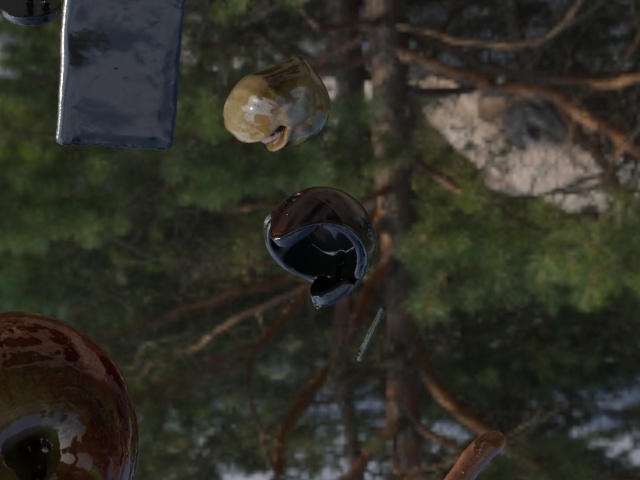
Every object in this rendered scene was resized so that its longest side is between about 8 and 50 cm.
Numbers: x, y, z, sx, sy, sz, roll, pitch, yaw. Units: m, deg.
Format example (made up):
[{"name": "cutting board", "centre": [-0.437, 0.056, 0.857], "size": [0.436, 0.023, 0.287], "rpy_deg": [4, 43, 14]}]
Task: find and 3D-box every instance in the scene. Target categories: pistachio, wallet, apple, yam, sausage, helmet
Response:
[{"name": "pistachio", "centre": [-0.063, -0.189, 1.570], "size": [0.130, 0.131, 0.206], "rpy_deg": [25, 171, -19]}, {"name": "wallet", "centre": [-0.235, -0.232, 1.331], "size": [0.146, 0.285, 0.030], "rpy_deg": [6, -145, -7]}, {"name": "apple", "centre": [-0.412, 0.268, 1.518], "size": [0.349, 0.348, 0.277], "rpy_deg": [6, 172, -33]}, {"name": "yam", "centre": [0.074, 0.137, 1.661], "size": [0.014, 0.107, 0.014], "rpy_deg": [17, -150, -10]}, {"name": "sausage", "centre": [0.206, 0.348, 1.641], "size": [0.043, 0.186, 0.043], "rpy_deg": [36, 161, 14]}, {"name": "helmet", "centre": [0.000, 0.000, 2.013], "size": [0.216, 0.193, 0.189], "rpy_deg": [-3, 129, 43]}]

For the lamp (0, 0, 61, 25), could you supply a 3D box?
[{"name": "lamp", "centre": [-0.553, -0.544, 1.909], "size": [0.109, 0.130, 0.371], "rpy_deg": [0, 128, 26]}]
